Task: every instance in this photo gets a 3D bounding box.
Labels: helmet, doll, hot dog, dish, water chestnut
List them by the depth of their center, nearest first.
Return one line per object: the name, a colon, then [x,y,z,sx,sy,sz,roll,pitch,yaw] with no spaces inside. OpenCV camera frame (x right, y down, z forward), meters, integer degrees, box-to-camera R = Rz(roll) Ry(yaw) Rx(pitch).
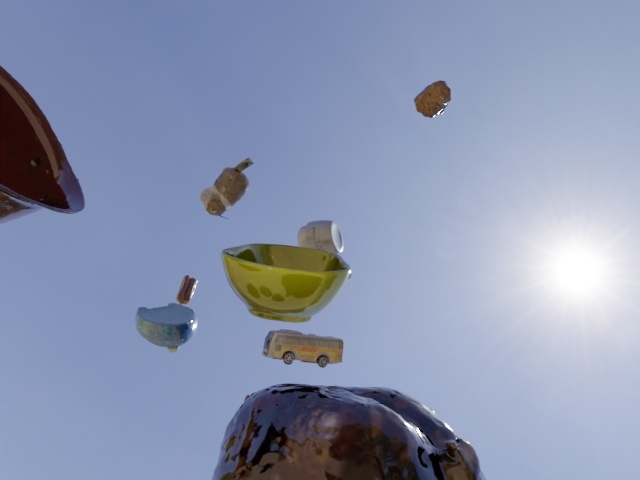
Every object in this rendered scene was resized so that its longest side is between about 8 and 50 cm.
water chestnut: [0.012,0.324,0.485,0.347,0.335,0.335,-41,-94,34]
helmet: [-0.566,-0.140,0.614,0.230,0.337,0.384,-33,-78,-2]
dish: [-0.062,0.076,0.775,0.222,0.262,0.108,8,-84,3]
doll: [-0.293,-0.176,1.377,0.221,0.115,0.105,-54,-145,-1]
hot dog: [-0.642,0.238,2.052,0.071,0.164,0.045,35,-54,-25]

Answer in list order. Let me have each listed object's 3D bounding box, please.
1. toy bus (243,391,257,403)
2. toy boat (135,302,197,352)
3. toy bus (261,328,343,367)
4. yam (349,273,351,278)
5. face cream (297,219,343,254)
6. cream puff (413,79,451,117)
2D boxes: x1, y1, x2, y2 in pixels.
toy bus: [-0.157,0.716,1.732,0.330,0.153,0.142,4,-83,1]
toy boat: [-0.602,0.341,1.677,0.330,0.216,0.122,12,-79,49]
toy bus: [-0.054,0.355,1.413,0.092,0.269,0.105,167,-67,-66]
yam: [-0.026,0.147,1.644,0.168,0.305,0.167,36,-36,33]
face cream: [0.000,0.000,1.204,0.104,0.117,0.117,-13,-80,21]
cream puff: [0.336,-0.413,1.274,0.094,0.116,0.122,52,-14,-14]
